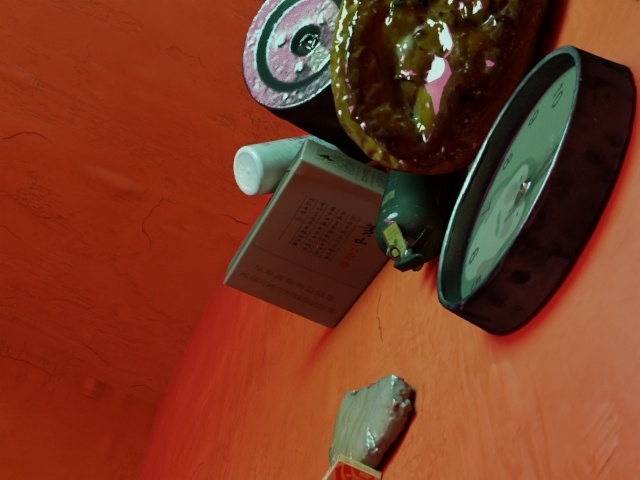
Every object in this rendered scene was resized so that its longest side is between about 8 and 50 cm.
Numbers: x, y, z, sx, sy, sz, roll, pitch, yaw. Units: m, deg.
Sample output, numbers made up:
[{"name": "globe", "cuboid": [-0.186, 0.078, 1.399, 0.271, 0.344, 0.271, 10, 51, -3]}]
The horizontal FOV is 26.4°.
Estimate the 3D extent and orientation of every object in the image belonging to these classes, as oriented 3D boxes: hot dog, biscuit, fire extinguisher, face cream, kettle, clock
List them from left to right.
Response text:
[{"name": "face cream", "cuboid": [-0.008, -0.130, 2.160, 0.082, 0.269, 0.081, 22, 119, 48]}, {"name": "biscuit", "cuboid": [0.050, 0.245, 1.725, 0.290, 0.038, 0.141, 145, 148, -72]}, {"name": "kettle", "cuboid": [0.096, -0.268, 2.035, 0.321, 0.324, 0.228, -50, 48, 11]}, {"name": "fire extinguisher", "cuboid": [0.135, -0.061, 1.852, 0.114, 0.095, 0.311, -43, 22, 43]}, {"name": "hot dog", "cuboid": [0.161, -0.269, 1.801, 0.174, 0.267, 0.387, 69, -142, -58]}, {"name": "clock", "cuboid": [0.221, -0.056, 1.447, 0.318, 0.066, 0.319, -62, 10, 19]}]

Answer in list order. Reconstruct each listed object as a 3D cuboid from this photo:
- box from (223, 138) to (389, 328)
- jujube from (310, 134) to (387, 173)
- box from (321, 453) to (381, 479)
[{"name": "box", "cuboid": [0.000, -0.001, 2.121, 0.365, 0.205, 0.051, 125, 165, -51]}, {"name": "jujube", "cuboid": [0.028, -0.093, 2.322, 0.174, 0.174, 0.250, -61, 5, 30]}, {"name": "box", "cuboid": [0.028, 0.302, 1.645, 0.093, 0.058, 0.015, -60, 7, 33]}]
